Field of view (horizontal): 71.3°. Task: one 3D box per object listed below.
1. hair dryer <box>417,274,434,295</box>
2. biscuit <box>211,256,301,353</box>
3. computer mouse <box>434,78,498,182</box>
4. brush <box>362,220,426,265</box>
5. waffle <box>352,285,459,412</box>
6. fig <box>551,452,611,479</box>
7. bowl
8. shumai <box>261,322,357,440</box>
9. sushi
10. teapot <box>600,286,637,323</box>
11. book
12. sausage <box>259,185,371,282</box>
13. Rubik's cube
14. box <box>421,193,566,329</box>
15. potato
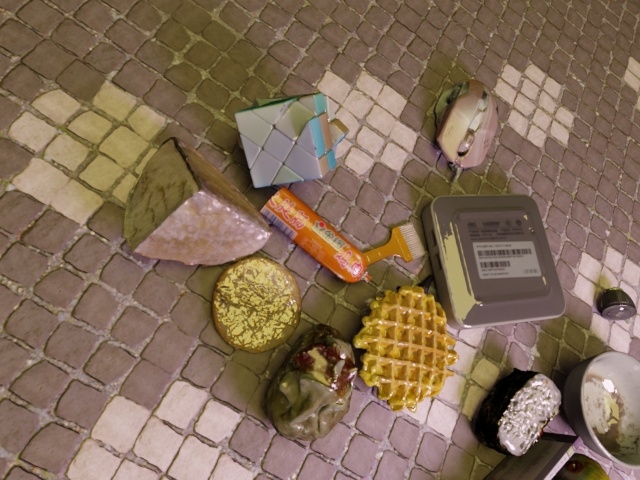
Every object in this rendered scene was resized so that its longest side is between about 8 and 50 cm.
[{"bbox_3d":[0.294,0.143,1.196,0.079,0.031,0.083,-42,105,-35],"label":"hair dryer"},{"bbox_3d":[-0.143,0.146,1.014,0.219,0.033,0.220,3,82,-19],"label":"biscuit"},{"bbox_3d":[0.448,-0.353,1.354,0.199,0.115,0.390,23,66,-9],"label":"computer mouse"},{"bbox_3d":[0.159,0.034,1.181,0.272,0.013,0.103,-20,81,-24],"label":"brush"},{"bbox_3d":[0.214,0.259,1.069,0.328,0.062,0.330,10,72,-35],"label":"waffle"},{"bbox_3d":[0.689,0.668,1.147,0.149,0.149,0.246,-38,109,-26],"label":"fig"},{"bbox_3d":[0.766,0.449,1.209,0.288,0.146,0.290,6,72,-17],"label":"bowl"},{"bbox_3d":[0.006,0.297,0.938,0.189,0.218,0.256,31,63,-3],"label":"shumai"},{"bbox_3d":[0.488,0.426,1.121,0.225,0.127,0.124,-43,92,-18],"label":"sushi"},{"bbox_3d":[0.920,0.199,1.390,0.091,0.124,0.091,-3,51,20],"label":"teapot"},{"bbox_3d":[0.503,0.543,1.074,0.231,0.157,0.026,-30,87,-25],"label":"book"},{"bbox_3d":[0.000,0.000,1.081,0.312,0.093,0.093,40,65,-3],"label":"sausage"},{"bbox_3d":[-0.073,-0.240,1.074,0.213,0.264,0.225,-55,137,-60],"label":"Rubik's cube"},{"bbox_3d":[0.484,0.047,1.245,0.366,0.090,0.374,-3,74,-19],"label":"box"},{"bbox_3d":[-0.278,-0.058,1.003,0.264,0.211,0.189,34,16,-47],"label":"potato"}]
